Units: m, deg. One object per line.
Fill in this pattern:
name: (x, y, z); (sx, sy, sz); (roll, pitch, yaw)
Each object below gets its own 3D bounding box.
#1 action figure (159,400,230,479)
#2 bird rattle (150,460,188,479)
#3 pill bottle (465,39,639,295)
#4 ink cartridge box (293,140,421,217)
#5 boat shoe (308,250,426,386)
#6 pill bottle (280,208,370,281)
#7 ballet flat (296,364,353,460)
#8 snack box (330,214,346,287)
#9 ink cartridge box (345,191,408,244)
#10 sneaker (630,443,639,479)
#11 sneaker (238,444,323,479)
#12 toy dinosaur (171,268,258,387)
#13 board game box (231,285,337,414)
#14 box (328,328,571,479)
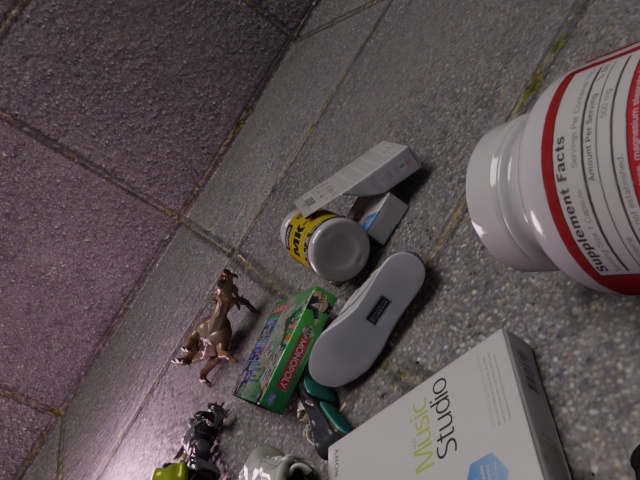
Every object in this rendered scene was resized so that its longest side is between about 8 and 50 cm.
action figure: (-0.246, 0.423, 1.218); (0.185, 0.099, 0.285); (-64, 17, 7)
bird rattle: (-0.241, 0.509, 1.015); (0.143, 0.253, 0.206); (-25, -26, -36)
pill bottle: (0.325, -0.069, 0.512); (0.408, 0.229, 0.228); (-11, 50, 61)
ink cartridge box: (0.067, -0.109, 1.203); (0.232, 0.066, 0.189); (-38, 15, 1)
boat shoe: (0.080, 0.125, 0.972); (0.258, 0.095, 0.084); (-49, -5, 12)
pill bottle: (0.000, 0.000, 1.181); (0.119, 0.119, 0.208); (-58, 24, -3)
ballet flat: (-0.006, 0.270, 0.960); (0.074, 0.074, 0.203); (-54, 24, 7)
snack box: (0.041, 0.019, 1.255); (0.064, 0.022, 0.178); (-46, 25, 24)
ink cartridge box: (0.102, -0.048, 1.180); (0.088, 0.052, 0.122); (-58, 21, -4)
sneaker: (0.268, 0.269, 0.375); (0.139, 0.125, 0.340); (106, 180, -60)
sneaker: (-0.044, 0.342, 0.839); (0.292, 0.110, 0.118); (-157, 84, -75)
toy dinosaur: (-0.249, 0.221, 1.473); (0.295, 0.127, 0.200); (-52, 12, 45)
board game box: (-0.077, 0.203, 1.132); (0.213, 0.046, 0.317); (-63, 9, -17)
box: (0.124, 0.276, 0.694); (0.322, 0.059, 0.232); (-46, 25, 30)
